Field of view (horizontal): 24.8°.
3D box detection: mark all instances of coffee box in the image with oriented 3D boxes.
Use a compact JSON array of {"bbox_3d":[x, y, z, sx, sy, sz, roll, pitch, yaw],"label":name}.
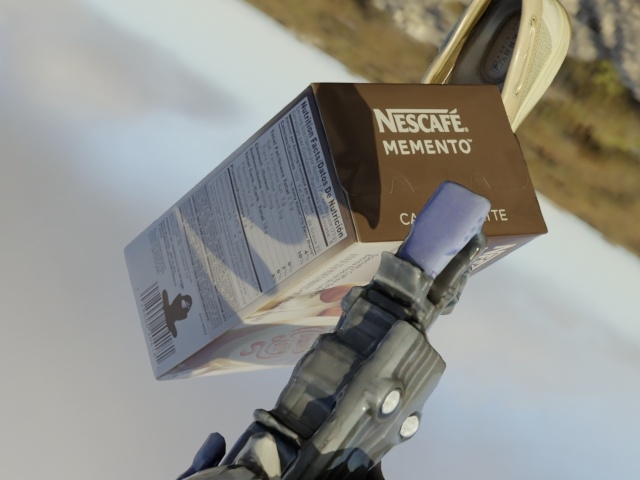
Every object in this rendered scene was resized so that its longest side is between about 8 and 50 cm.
[{"bbox_3d":[0.000,0.000,0.893,0.141,0.246,0.098,-4,-109,-36],"label":"coffee box"}]

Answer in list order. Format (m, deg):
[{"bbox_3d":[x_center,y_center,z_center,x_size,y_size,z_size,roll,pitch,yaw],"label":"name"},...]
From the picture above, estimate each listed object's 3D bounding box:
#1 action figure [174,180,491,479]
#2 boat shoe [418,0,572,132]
[{"bbox_3d":[0.041,0.158,0.630,0.178,0.341,0.330,26,172,43],"label":"action figure"},{"bbox_3d":[0.104,-0.082,1.205,0.109,0.302,0.098,31,-175,27],"label":"boat shoe"}]
